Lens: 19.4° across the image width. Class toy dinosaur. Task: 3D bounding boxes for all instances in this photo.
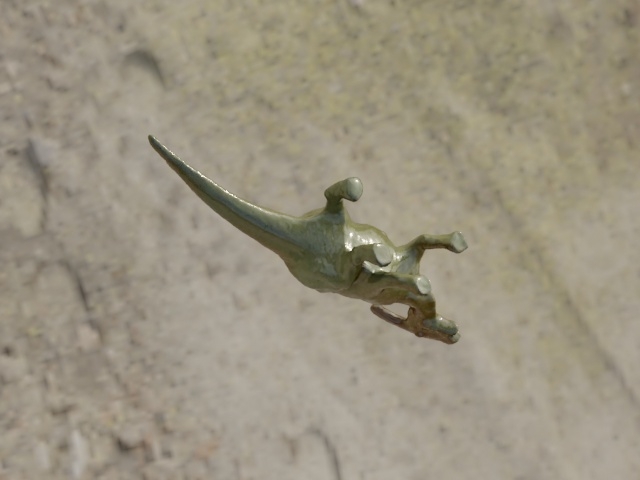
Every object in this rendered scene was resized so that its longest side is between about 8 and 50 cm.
[{"bbox_3d":[0.003,-0.001,0.526,0.113,0.041,0.026,33,57,-28],"label":"toy dinosaur"}]
